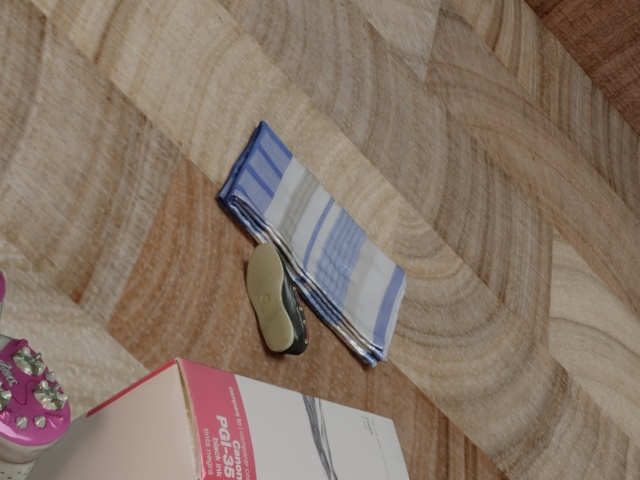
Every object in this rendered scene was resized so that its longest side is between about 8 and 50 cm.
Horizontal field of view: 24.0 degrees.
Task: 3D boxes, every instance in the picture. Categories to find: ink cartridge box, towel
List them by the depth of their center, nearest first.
[{"bbox_3d":[-0.082,0.216,1.274,0.283,0.207,0.117,23,44,-46],"label":"ink cartridge box"},{"bbox_3d":[0.000,0.000,1.816,0.285,0.034,0.209,48,28,-15],"label":"towel"}]

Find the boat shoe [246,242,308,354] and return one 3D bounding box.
[{"bbox_3d":[-0.047,0.066,1.659,0.042,0.049,0.133,24,43,-53],"label":"boat shoe"}]

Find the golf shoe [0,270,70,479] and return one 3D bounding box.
[{"bbox_3d":[-0.302,0.094,1.177,0.115,0.140,0.306,13,27,-37],"label":"golf shoe"}]
